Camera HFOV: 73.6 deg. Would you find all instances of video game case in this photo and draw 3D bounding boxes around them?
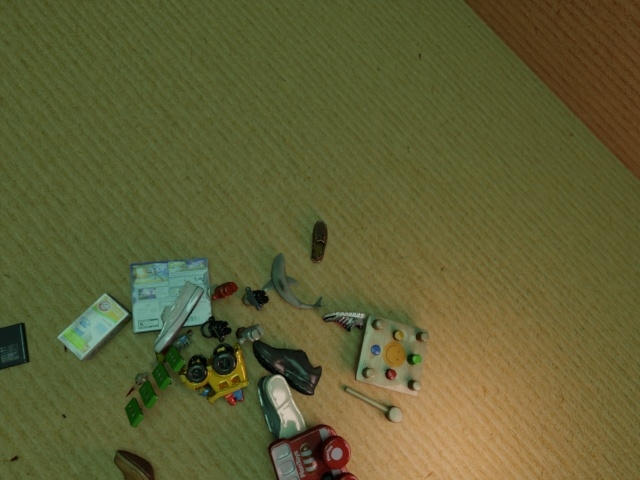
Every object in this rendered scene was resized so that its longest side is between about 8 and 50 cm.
[{"bbox_3d":[-0.538,0.196,1.550,0.269,0.061,0.245,-4,77,-18],"label":"video game case"}]

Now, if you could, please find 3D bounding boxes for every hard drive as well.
[{"bbox_3d":[-1.040,0.354,1.433,0.094,0.022,0.135,-13,78,-15],"label":"hard drive"}]

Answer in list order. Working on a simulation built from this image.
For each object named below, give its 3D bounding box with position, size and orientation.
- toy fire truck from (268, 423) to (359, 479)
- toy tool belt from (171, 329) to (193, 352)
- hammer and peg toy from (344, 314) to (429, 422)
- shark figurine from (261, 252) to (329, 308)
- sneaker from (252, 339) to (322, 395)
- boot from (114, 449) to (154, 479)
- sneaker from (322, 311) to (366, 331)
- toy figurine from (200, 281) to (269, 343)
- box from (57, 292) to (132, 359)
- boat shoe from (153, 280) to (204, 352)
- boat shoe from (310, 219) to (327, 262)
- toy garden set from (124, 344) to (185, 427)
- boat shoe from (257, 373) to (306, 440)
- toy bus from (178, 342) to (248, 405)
[{"bbox_3d":[-0.022,0.781,1.425,0.253,0.169,0.303,-16,87,-18],"label":"toy fire truck"},{"bbox_3d":[-0.488,0.362,1.536,0.083,0.052,0.051,-33,115,-15],"label":"toy tool belt"},{"bbox_3d":[0.256,0.482,1.606,0.265,0.127,0.362,17,72,-6],"label":"hammer and peg toy"},{"bbox_3d":[-0.112,0.191,1.623,0.278,0.116,0.166,45,73,5],"label":"shark figurine"},{"bbox_3d":[-0.121,0.443,1.566,0.286,0.109,0.130,38,61,-7],"label":"sneaker"},{"bbox_3d":[-0.608,0.835,1.358,0.283,0.109,0.220,44,75,-5],"label":"boot"},{"bbox_3d":[0.093,0.315,1.649,0.170,0.063,0.075,1,75,-6],"label":"sneaker"},{"bbox_3d":[-0.305,0.258,1.522,0.209,0.148,0.213,18,68,-38],"label":"toy figurine"},{"bbox_3d":[-0.762,0.293,1.464,0.114,0.103,0.203,43,71,1],"label":"box"},{"bbox_3d":[-0.503,0.259,1.469,0.084,0.095,0.258,30,58,-3],"label":"boat shoe"},{"bbox_3d":[0.000,0.000,1.723,0.064,0.060,0.178,9,73,-9],"label":"boat shoe"},{"bbox_3d":[-0.554,0.468,1.433,0.049,0.203,0.244,44,77,-34],"label":"toy garden set"},{"bbox_3d":[-0.140,0.624,1.511,0.116,0.099,0.320,-21,96,-44],"label":"boat shoe"},{"bbox_3d":[-0.356,0.487,1.486,0.220,0.149,0.212,-20,95,-14],"label":"toy bus"}]
